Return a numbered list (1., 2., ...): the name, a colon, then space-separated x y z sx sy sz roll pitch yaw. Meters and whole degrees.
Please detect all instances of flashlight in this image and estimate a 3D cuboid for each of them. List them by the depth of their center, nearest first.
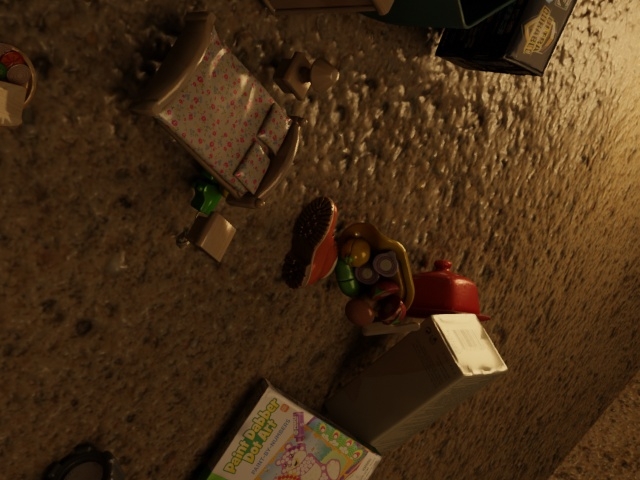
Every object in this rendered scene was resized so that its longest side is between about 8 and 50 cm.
1. flashlight: -0.299 0.430 1.026 0.103 0.103 0.304 -37 134 -28

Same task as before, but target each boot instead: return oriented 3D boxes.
1. boot: 0.000 0.000 1.104 0.084 0.059 0.158 -7 126 -46

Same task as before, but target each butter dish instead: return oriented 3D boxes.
1. butter dish: 0.231 0.095 1.341 0.160 0.160 0.118 15 78 -49

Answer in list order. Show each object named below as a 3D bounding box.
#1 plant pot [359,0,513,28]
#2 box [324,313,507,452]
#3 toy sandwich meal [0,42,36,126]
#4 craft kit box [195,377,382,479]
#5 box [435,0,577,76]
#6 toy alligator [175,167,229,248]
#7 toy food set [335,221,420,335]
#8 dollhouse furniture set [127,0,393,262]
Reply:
1. plant pot: 0.123 -0.362 0.855 0.166 0.234 0.165 -36 120 -26
2. box: 0.165 0.267 1.271 0.148 0.121 0.311 6 139 -46
3. toy sandwich meal: -0.322 -0.155 0.703 0.085 0.029 0.085 -24 129 -34
4. craft kit box: -0.062 0.403 1.186 0.247 0.061 0.250 34 87 -12
5. box: 0.288 -0.386 0.987 0.073 0.293 0.295 19 101 -15
6. toy alligator: -0.141 -0.077 0.911 0.189 0.056 0.051 -54 139 -6
7. toy food set: 0.083 0.082 1.145 0.071 0.128 0.218 -45 124 -51
8. dollhouse furniture set: -0.078 -0.189 0.749 0.303 0.174 0.355 45 63 -48
